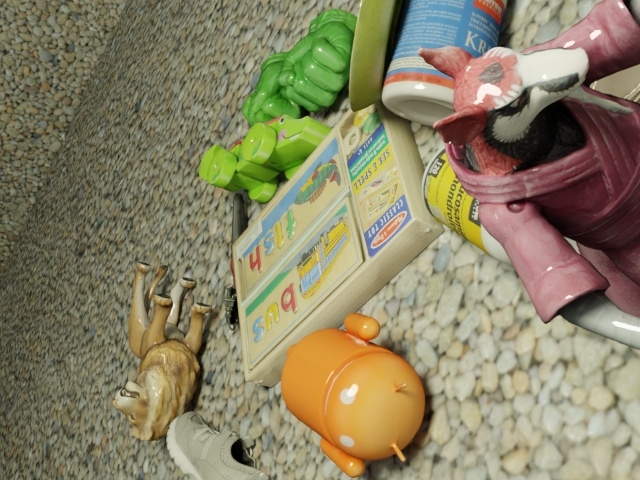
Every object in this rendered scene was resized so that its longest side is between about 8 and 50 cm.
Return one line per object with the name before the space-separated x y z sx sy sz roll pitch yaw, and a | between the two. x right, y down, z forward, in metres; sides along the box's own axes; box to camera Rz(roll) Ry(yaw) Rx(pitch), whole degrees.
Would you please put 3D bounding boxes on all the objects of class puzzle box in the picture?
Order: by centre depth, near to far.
puzzle box | 0.000 0.000 1.137 0.409 0.052 0.272 -47 39 35

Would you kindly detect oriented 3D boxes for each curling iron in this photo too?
curling iron | -0.141 0.030 1.355 0.068 0.035 0.273 87 -178 -55

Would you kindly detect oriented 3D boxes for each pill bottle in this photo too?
pill bottle | 0.190 -0.036 0.800 0.103 0.103 0.184 -65 31 11
pill bottle | 0.158 -0.260 0.952 0.124 0.124 0.221 3 78 58

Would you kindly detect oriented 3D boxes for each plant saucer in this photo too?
plant saucer | 0.083 -0.279 0.985 0.241 0.037 0.240 13 -90 -81

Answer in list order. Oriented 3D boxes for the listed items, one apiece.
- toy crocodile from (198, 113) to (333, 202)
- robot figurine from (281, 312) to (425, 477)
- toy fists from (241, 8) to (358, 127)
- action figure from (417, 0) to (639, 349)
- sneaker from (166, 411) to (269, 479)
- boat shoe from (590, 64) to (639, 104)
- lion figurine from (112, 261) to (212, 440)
toy crocodile | -0.096 -0.144 1.304 0.341 0.115 0.105 -19 58 54
robot figurine | 0.036 0.175 0.911 0.158 0.128 0.219 -51 28 -13
toy fists | -0.039 -0.266 1.291 0.279 0.096 0.142 -23 51 50
action figure | 0.199 -0.058 0.537 0.276 0.370 0.248 17 89 60
sneaker | -0.148 0.334 1.184 0.115 0.105 0.281 -41 29 -7
boat shoe | 0.332 -0.240 0.688 0.324 0.097 0.116 -58 33 21
lion figurine | -0.305 0.197 1.470 0.392 0.142 0.240 -135 58 -72
